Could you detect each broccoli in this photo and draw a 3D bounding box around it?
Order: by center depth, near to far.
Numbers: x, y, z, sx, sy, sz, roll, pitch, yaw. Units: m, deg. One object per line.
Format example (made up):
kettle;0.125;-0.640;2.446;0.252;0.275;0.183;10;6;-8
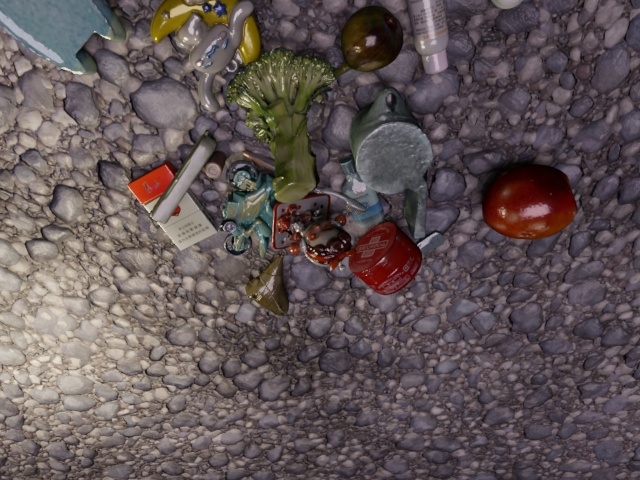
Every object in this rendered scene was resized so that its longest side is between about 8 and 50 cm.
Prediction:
broccoli;-0.095;-0.246;1.023;0.252;0.361;0.221;0;158;26

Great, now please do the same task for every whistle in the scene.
whistle;0.217;-0.195;1.164;0.188;0.168;0.405;-33;122;18

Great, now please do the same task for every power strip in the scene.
power strip;-0.363;-0.165;1.183;0.048;0.080;0.286;31;99;-28

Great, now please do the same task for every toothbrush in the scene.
toothbrush;-0.043;-0.160;1.224;0.375;0.028;0.037;27;131;-6

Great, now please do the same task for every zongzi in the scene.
zongzi;-0.118;0.151;1.422;0.178;0.081;0.189;-44;119;11

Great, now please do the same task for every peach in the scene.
peach;0.565;-0.099;1.218;0.243;0.199;0.243;2;161;1

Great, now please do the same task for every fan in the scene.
fan;0.255;0.051;1.400;0.282;0.023;0.057;-28;120;13

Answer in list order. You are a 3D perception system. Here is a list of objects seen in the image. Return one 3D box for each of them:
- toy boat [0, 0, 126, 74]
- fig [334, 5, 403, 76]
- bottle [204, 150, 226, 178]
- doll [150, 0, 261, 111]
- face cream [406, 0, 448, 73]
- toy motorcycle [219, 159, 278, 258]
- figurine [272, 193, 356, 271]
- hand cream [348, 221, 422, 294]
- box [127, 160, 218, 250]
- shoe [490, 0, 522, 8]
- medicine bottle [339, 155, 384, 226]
toy boat;-0.600;-0.535;0.974;0.215;0.123;0.330;-33;128;26
fig;0.077;-0.434;1.050;0.149;0.149;0.245;40;137;-23
bottle;-0.277;-0.203;1.179;0.045;0.096;0.045;-1;122;-2
doll;-0.249;-0.458;1.015;0.252;0.111;0.237;-42;123;10
face cream;0.242;-0.517;1.014;0.082;0.082;0.269;-15;121;7
toy motorcycle;-0.183;-0.082;1.264;0.198;0.109;0.296;6;120;-17
figurine;0.000;0.000;1.204;0.183;0.226;0.160;-13;127;-28
hand cream;0.189;0.053;1.299;0.193;0.193;0.125;-38;115;19
box;-0.418;-0.094;1.278;0.139;0.035;0.245;-24;120;12
shoe;0.412;-0.660;0.886;0.131;0.160;0.363;-7;121;4
medicine bottle;0.110;-0.137;1.258;0.090;0.054;0.208;-19;120;13
